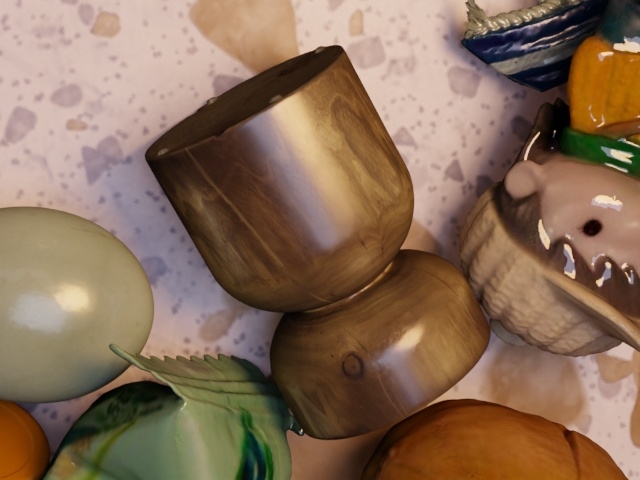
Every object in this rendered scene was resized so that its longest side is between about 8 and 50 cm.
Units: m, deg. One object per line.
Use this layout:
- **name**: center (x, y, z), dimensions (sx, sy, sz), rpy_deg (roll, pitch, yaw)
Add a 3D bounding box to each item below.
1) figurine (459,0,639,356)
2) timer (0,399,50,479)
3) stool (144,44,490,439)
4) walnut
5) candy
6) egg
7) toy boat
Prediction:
- **figurine**: center (0.237, -0.062, 1.207), dimensions (0.185, 0.204, 0.332), rpy_deg (16, 89, -24)
- **timer**: center (-0.295, 0.210, 1.140), dimensions (0.132, 0.132, 0.152), rpy_deg (13, 119, -18)
- **stool**: center (0.000, 0.000, 1.153), dimensions (0.179, 0.179, 0.264), rpy_deg (-31, 105, -11)
- **walnut**: center (0.166, 0.240, 1.235), dimensions (0.298, 0.203, 0.203), rpy_deg (25, 90, -37)
- **candy**: center (-0.174, 0.268, 1.110), dimensions (0.172, 0.263, 0.398), rpy_deg (38, 91, 23)
- **egg**: center (-0.223, 0.048, 1.106), dimensions (0.192, 0.149, 0.149), rpy_deg (7, 96, -8)
- **toy boat**: center (0.172, -0.257, 1.232), dimensions (0.291, 0.070, 0.210), rpy_deg (40, 80, -14)
